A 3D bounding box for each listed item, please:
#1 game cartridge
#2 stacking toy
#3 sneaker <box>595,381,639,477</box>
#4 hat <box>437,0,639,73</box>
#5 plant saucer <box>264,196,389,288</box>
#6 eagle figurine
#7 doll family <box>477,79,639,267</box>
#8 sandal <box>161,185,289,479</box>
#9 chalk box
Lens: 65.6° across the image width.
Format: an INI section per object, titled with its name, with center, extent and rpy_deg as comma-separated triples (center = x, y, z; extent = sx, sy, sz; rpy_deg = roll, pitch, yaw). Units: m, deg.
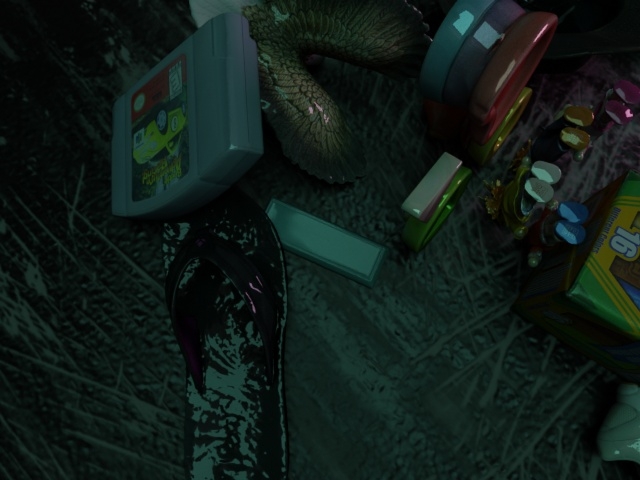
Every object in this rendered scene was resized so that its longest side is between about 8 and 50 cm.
[game cartridge]
center = -0.186, -0.132, 0.635
extent = 0.294, 0.060, 0.195
rpy_deg = -17, 77, 41
[stacking toy]
center = 0.146, -0.142, 0.622
extent = 0.130, 0.309, 0.279
rpy_deg = 35, 89, 16
[sneaker]
center = 0.460, 0.297, 0.605
extent = 0.262, 0.099, 0.121
rpy_deg = 36, 86, 16
[hat]
center = 0.327, -0.327, 0.733
extent = 0.332, 0.134, 0.331
rpy_deg = -3, 58, 4
[plant saucer]
center = 0.000, 0.000, 0.713
extent = 0.192, 0.018, 0.067
rpy_deg = 24, 78, 5
[eagle figurine]
center = -0.020, -0.255, 0.693
extent = 0.298, 0.226, 0.225
rpy_deg = 38, 59, 14
[doll family]
center = 0.295, -0.098, 0.662
extent = 0.118, 0.163, 0.262
rpy_deg = 27, 83, 8
[sandal]
center = -0.117, 0.118, 0.635
extent = 0.168, 0.107, 0.445
rpy_deg = -11, 77, 1
[chalk box]
center = 0.428, 0.083, 0.606
extent = 0.289, 0.180, 0.179
rpy_deg = 33, 78, 9
